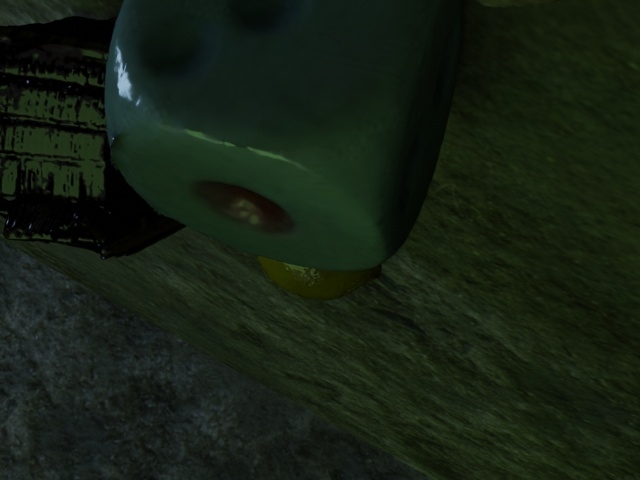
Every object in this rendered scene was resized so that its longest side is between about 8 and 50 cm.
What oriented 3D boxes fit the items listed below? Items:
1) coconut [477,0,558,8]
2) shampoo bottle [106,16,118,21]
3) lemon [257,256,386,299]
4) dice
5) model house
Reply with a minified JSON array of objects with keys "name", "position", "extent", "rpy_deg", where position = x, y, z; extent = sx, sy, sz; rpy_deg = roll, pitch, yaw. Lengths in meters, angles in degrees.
[{"name":"coconut","position":[0.090,-0.280,0.428],"extent":[0.297,0.297,0.254],"rpy_deg":[26,169,10]},{"name":"shampoo bottle","position":[-0.320,-0.261,1.279],"extent":[0.108,0.051,0.221],"rpy_deg":[42,155,-21]},{"name":"lemon","position":[0.000,0.000,1.294],"extent":[0.206,0.174,0.173],"rpy_deg":[25,159,-11]},{"name":"dice","position":[-0.024,-0.140,0.855],"extent":[0.268,0.263,0.265],"rpy_deg":[16,161,15]},{"name":"model house","position":[-0.224,-0.132,1.072],"extent":[0.317,0.297,0.282],"rpy_deg":[12,156,8]}]
